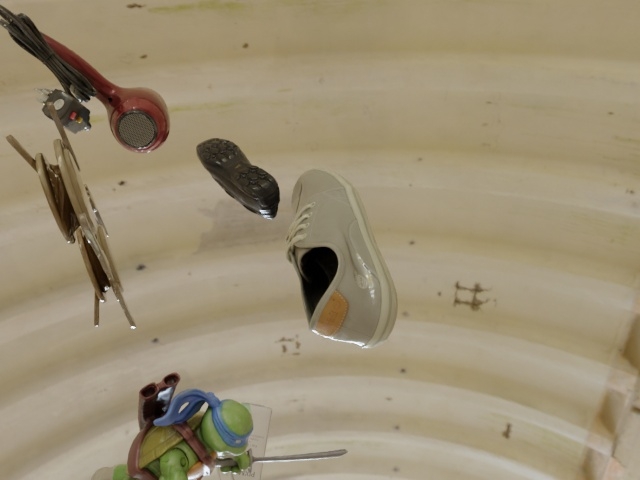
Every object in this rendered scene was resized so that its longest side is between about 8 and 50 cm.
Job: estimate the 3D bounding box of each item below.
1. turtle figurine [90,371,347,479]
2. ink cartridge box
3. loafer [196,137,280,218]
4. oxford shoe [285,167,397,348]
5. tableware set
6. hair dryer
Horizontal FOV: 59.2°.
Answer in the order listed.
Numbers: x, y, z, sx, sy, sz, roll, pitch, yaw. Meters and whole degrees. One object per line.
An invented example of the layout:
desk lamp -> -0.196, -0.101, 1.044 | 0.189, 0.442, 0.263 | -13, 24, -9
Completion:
turtle figurine -> -0.144, 0.294, 0.604 | 0.275, 0.266, 0.198 | 47, -154, -33
ink cartridge box -> -0.127, 0.361, 0.821 | 0.181, 0.056, 0.225 | 126, 158, -63
loafer -> -0.148, -0.110, 0.983 | 0.076, 0.223, 0.078 | -30, -41, -25
oxford shoe -> 0.000, 0.000, 0.966 | 0.130, 0.449, 0.169 | 9, -58, -21
tableware set -> -0.211, -0.005, 0.488 | 0.039, 0.128, 0.194 | -19, -29, -17
hair dryer -> -0.287, -0.211, 0.742 | 0.080, 0.224, 0.293 | -38, -13, 8
